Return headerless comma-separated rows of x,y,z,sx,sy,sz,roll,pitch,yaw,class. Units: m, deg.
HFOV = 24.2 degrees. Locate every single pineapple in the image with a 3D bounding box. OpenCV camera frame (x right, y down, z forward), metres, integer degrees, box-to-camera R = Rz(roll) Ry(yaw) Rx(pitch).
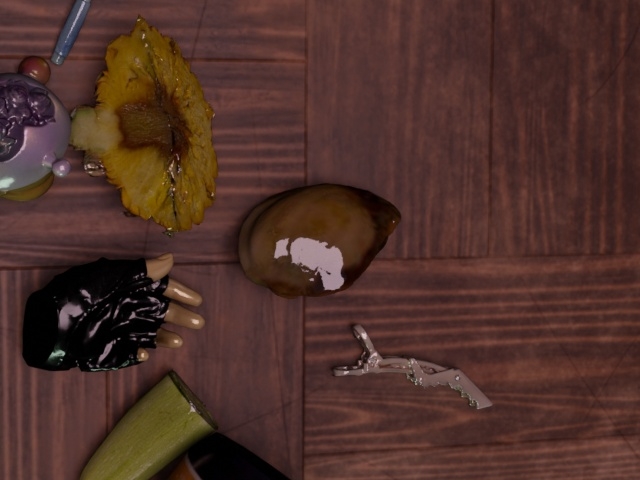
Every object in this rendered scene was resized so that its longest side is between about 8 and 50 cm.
-0.210,-0.117,1.773,0.164,0.140,0.250,-20,84,27,pineapple

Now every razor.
-0.284,-0.269,1.753,0.040,0.068,0.135,25,99,-15,razor

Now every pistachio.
0.000,0.000,1.826,0.210,0.130,0.165,-23,61,-13,pistachio

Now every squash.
-0.225,0.267,1.802,0.224,0.094,0.094,-46,106,-2,squash

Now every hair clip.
0.127,0.164,1.921,0.226,0.034,0.072,15,90,-18,hair clip

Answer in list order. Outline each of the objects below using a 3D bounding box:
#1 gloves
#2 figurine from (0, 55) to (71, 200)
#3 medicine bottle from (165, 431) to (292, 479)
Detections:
-0.235,0.084,1.767,0.203,0.124,0.164,-5,128,-40,gloves
-0.391,-0.172,1.693,0.194,0.133,0.274,-23,88,-25,figurine
-0.156,0.436,1.757,0.242,0.242,0.395,39,89,-16,medicine bottle
